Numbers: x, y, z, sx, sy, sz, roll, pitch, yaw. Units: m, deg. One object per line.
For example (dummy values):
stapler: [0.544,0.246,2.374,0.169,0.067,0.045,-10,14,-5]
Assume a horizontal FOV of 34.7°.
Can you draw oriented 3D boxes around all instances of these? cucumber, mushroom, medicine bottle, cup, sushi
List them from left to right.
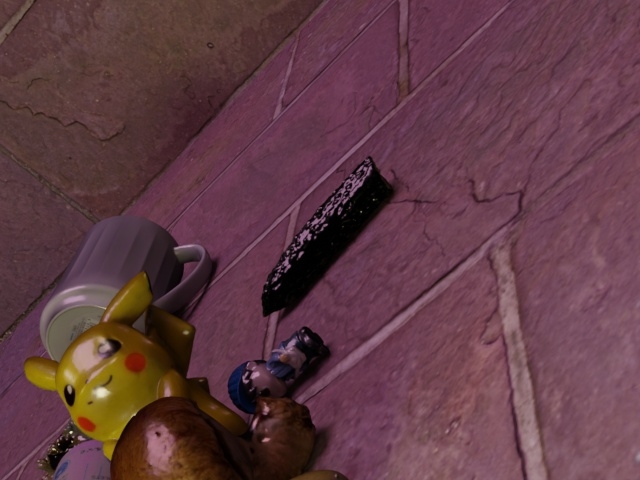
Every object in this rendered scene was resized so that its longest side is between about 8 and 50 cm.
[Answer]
sushi: [-0.451,0.382,1.893,0.226,0.103,0.097,-55,35,-7]
medicine bottle: [-0.317,0.400,1.432,0.152,0.152,0.254,-47,15,11]
cup: [-0.384,0.115,2.104,0.323,0.236,0.327,-14,27,11]
mushroom: [-0.127,0.291,1.137,0.255,0.267,0.267,-20,23,6]
cucumber: [-0.001,-0.001,1.602,0.300,0.072,0.072,-48,18,6]

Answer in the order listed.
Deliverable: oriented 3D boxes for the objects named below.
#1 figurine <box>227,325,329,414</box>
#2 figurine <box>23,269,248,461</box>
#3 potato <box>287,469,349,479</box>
figurine: [-0.063,0.177,1.390,0.149,0.086,0.087,-45,49,9]
figurine: [-0.224,0.205,1.347,0.218,0.327,0.169,-47,-2,2]
potato: [-0.024,0.313,1.015,0.105,0.085,0.188,-5,45,24]
